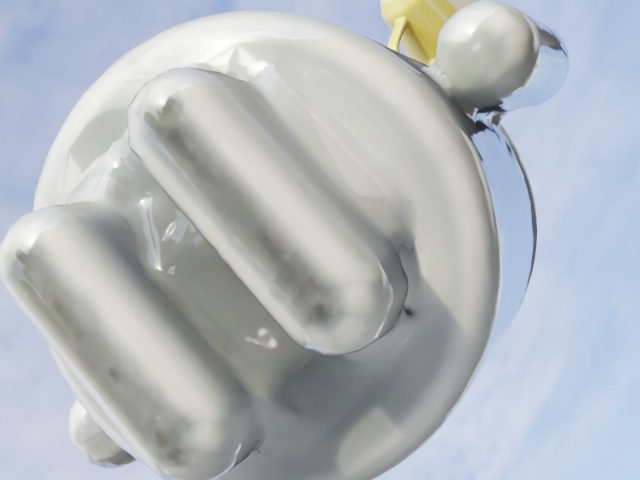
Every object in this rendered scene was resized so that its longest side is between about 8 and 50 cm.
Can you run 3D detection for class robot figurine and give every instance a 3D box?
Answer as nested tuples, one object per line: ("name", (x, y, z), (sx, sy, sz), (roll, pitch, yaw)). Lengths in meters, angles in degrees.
("robot figurine", (0.000, 0.000, 0.494), (0.300, 0.200, 0.353), (-39, -7, 15))

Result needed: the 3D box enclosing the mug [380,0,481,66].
("mug", (0.071, -0.137, 0.629), (0.062, 0.078, 0.064), (-37, -64, 22))
